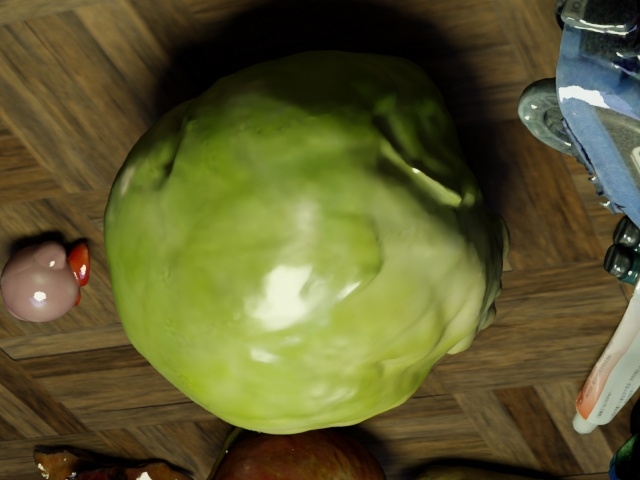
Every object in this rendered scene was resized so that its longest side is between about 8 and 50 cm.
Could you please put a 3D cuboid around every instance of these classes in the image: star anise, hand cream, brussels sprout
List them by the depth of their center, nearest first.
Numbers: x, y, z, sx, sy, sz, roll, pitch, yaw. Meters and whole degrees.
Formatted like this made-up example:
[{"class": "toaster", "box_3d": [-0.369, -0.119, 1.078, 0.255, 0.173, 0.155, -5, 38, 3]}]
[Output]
[{"class": "brussels sprout", "box_3d": [-0.013, 0.003, 1.115, 0.274, 0.242, 0.316, -27, 145, 5]}, {"class": "hand cream", "box_3d": [0.270, 0.113, 1.406, 0.052, 0.038, 0.216, -9, 146, -22]}, {"class": "star anise", "box_3d": [-0.234, 0.297, 1.689, 0.158, 0.144, 0.140, 22, -169, 32]}]

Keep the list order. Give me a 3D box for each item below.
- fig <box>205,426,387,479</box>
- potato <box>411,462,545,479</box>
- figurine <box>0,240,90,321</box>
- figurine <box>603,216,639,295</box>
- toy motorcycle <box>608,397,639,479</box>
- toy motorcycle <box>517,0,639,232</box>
[{"class": "fig", "box_3d": [-0.033, 0.263, 1.562, 0.205, 0.205, 0.205, 4, 147, 3]}, {"class": "potato", "box_3d": [0.170, 0.285, 1.645, 0.200, 0.081, 0.164, 14, 138, -17]}, {"class": "figurine", "box_3d": [-0.237, 0.035, 1.337, 0.071, 0.067, 0.083, -2, 135, -25]}, {"class": "figurine", "box_3d": [0.298, 0.033, 1.234, 0.149, 0.086, 0.087, 19, 173, -3]}, {"class": "toy motorcycle", "box_3d": [0.350, 0.166, 1.347, 0.196, 0.125, 0.331, 15, 155, -6]}, {"class": "toy motorcycle", "box_3d": [0.269, -0.061, 1.024, 0.213, 0.125, 0.358, 8, 158, 34]}]
